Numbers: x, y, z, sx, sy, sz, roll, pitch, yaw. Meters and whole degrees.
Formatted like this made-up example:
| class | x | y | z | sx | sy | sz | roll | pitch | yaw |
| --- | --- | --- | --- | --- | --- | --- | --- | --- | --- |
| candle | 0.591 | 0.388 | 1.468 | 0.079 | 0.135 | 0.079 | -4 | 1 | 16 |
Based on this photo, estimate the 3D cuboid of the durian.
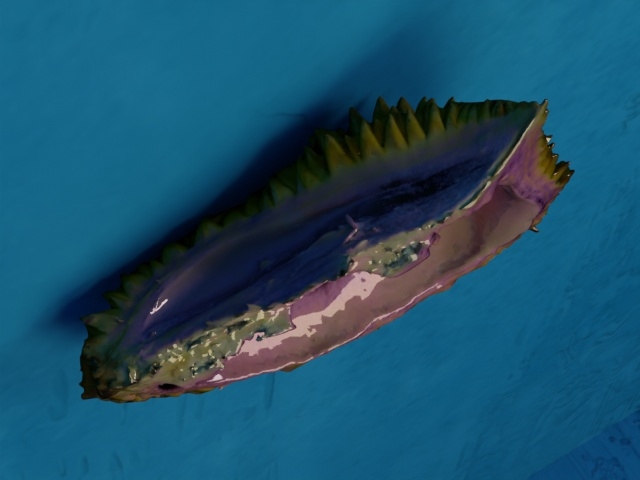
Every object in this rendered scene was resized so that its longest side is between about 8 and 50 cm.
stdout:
| class | x | y | z | sx | sy | sz | roll | pitch | yaw |
| --- | --- | --- | --- | --- | --- | --- | --- | --- | --- |
| durian | 0.000 | 0.001 | 0.996 | 0.341 | 0.112 | 0.191 | -31 | 168 | 12 |
